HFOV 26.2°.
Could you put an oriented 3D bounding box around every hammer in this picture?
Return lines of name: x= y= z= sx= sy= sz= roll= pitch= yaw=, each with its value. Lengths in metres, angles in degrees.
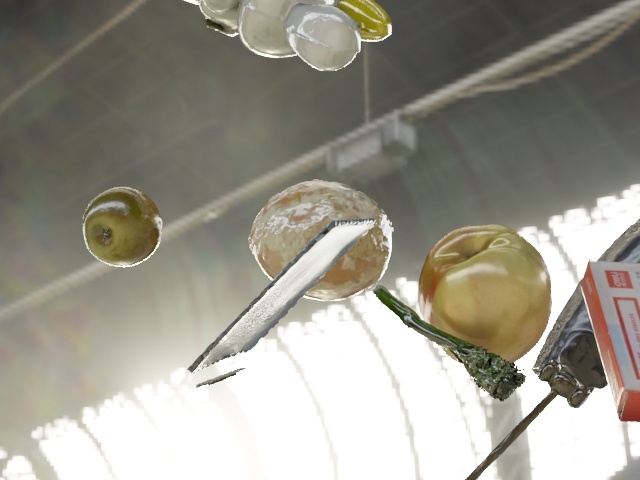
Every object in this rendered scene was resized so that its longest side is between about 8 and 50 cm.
hammer: x=0.179 y=0.251 z=1.509 sx=0.292 sy=0.058 sz=0.029 roll=-44 pitch=-20 yaw=-11

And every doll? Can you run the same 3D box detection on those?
doll: x=-0.042 y=-0.237 z=1.315 sx=0.237 sy=0.111 sz=0.252 roll=26 pitch=18 yaw=10

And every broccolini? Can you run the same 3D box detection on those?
broccolini: x=0.147 y=0.119 z=1.649 sx=0.239 sy=0.051 sz=0.054 roll=33 pitch=12 yaw=38

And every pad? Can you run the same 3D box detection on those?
pad: x=-0.044 y=0.067 z=1.777 sx=0.269 sy=0.012 sz=0.269 roll=-46 pitch=-8 yaw=10

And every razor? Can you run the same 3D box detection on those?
razor: x=0.443 y=0.084 z=2.042 sx=0.107 sy=0.327 sz=0.189 roll=39 pitch=-8 yaw=0

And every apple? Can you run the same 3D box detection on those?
apple: x=-0.219 y=-0.015 z=1.526 sx=0.089 sy=0.090 sz=0.074 roll=-15 pitch=4 yaw=26

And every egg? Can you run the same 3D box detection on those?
egg: x=0.000 y=0.000 z=2.172 sx=0.233 sy=0.195 sz=0.195 roll=-3 pitch=-26 yaw=21

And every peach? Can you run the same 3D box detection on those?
peach: x=0.207 y=0.074 z=1.722 sx=0.184 sy=0.184 sz=0.184 roll=-1 pitch=-27 yaw=0

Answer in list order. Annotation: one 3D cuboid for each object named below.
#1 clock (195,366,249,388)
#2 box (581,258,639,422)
clock: x=-0.140 y=0.197 z=1.972 sx=0.083 sy=0.010 sz=0.074 roll=-20 pitch=-5 yaw=-5
box: x=0.397 y=0.121 z=1.666 sx=0.122 sy=0.229 sz=0.050 roll=2 pitch=-47 yaw=-8
